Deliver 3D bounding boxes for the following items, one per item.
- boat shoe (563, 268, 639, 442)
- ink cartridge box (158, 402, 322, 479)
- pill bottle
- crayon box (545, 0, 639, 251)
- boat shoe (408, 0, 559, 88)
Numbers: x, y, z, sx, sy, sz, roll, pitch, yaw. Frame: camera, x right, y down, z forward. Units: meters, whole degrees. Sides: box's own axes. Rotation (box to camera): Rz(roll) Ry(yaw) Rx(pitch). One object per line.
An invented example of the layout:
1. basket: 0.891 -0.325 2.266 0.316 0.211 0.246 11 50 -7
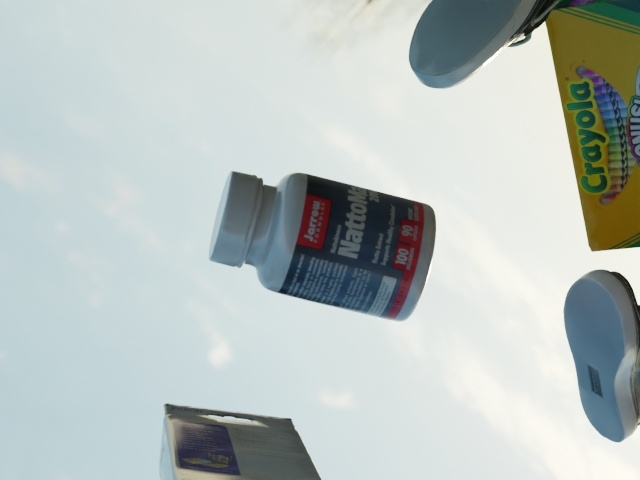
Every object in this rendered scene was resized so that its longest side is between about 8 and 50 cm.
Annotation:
1. boat shoe: 0.287 0.099 1.363 0.080 0.076 0.228 35 153 42
2. ink cartridge box: -0.091 0.258 1.594 0.165 0.065 0.332 8 -172 -9
3. pill bottle: 0.000 0.000 1.250 0.180 0.108 0.108 13 -155 -8
4. crayon box: 0.314 -0.126 1.357 0.081 0.165 0.278 -72 -29 -51
5. boat shoe: 0.153 -0.191 1.155 0.078 0.219 0.070 23 156 39
